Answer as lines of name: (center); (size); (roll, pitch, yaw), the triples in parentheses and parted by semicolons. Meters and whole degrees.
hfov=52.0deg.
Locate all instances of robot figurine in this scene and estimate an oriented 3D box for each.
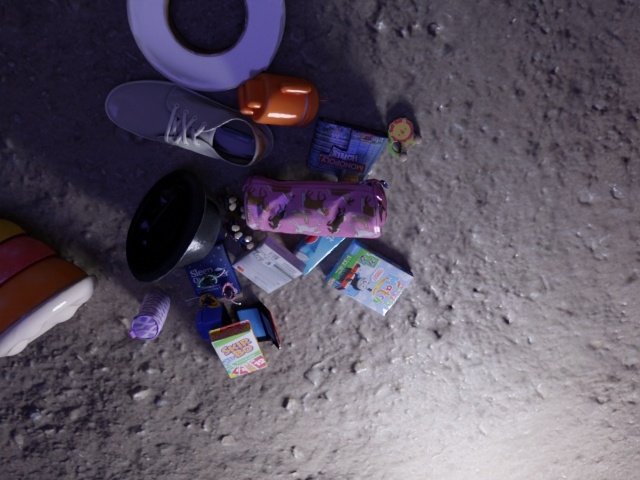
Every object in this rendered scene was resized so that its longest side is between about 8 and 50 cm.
robot figurine: (-0.099, -0.356, 1.670); (0.220, 0.128, 0.158); (0, 130, -30)

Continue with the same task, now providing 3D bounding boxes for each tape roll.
tape roll: (-0.277, -0.564, 1.621); (0.393, 0.072, 0.391); (0, 115, 0)

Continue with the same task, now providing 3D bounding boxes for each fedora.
fedora: (-0.387, -0.024, 1.809); (0.153, 0.334, 0.334); (23, 118, -44)

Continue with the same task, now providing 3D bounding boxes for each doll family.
doll family: (-0.242, -0.056, 1.849); (0.076, 0.111, 0.192); (-12, 106, -31)

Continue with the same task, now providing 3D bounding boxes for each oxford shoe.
oxford shoe: (-0.343, -0.305, 1.716); (0.450, 0.130, 0.169); (17, 116, -6)

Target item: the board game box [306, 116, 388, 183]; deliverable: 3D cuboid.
board game box: (0.065, -0.219, 1.791); (0.194, 0.060, 0.194); (11, 115, -5)

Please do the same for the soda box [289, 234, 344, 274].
soda box: (0.000, 0.000, 1.893); (0.071, 0.067, 0.210); (40, 109, -17)

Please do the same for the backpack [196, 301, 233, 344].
backpack: (-0.320, 0.261, 2.007); (0.101, 0.098, 0.120); (-11, 127, 10)

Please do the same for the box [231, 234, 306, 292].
box: (-0.150, 0.072, 1.898); (0.145, 0.038, 0.186); (39, 138, -17)

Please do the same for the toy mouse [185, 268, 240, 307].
toy mouse: (-0.304, 0.136, 1.939); (0.161, 0.031, 0.143); (16, 116, -8)

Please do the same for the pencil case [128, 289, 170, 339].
pencil case: (-0.499, 0.219, 1.927); (0.088, 0.206, 0.086); (-31, 106, 8)

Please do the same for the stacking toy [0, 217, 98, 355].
stacking toy: (-0.896, 0.053, 1.832); (0.351, 0.350, 0.479); (-36, 94, 16)

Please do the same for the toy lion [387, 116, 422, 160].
toy lion: (0.220, -0.280, 1.779); (0.096, 0.034, 0.100); (35, 111, -8)

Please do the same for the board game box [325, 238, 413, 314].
board game box: (0.146, 0.111, 1.962); (0.212, 0.039, 0.160); (29, 112, -14)

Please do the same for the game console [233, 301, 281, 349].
game console: (-0.193, 0.270, 2.017); (0.085, 0.124, 0.143); (-24, 117, -18)

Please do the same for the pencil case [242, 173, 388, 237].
pencil case: (-0.017, -0.095, 1.756); (0.387, 0.160, 0.167); (2, 93, 16)

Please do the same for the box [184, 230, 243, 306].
box: (-0.330, 0.084, 1.953); (0.137, 0.036, 0.225); (-14, 114, 7)

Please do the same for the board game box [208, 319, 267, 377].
board game box: (-0.249, 0.333, 2.003); (0.124, 0.039, 0.259); (-18, 139, -4)
